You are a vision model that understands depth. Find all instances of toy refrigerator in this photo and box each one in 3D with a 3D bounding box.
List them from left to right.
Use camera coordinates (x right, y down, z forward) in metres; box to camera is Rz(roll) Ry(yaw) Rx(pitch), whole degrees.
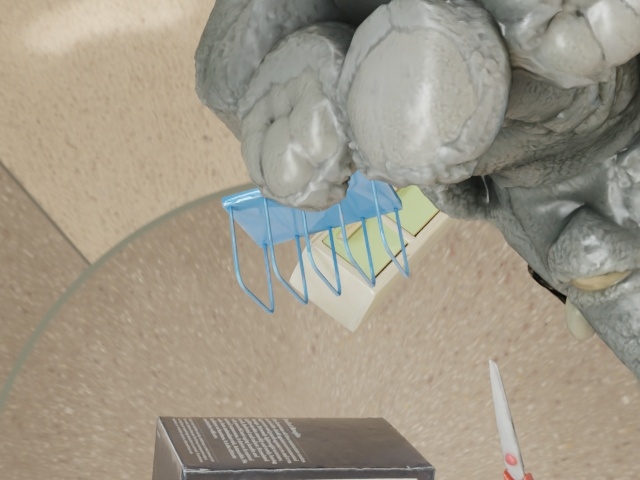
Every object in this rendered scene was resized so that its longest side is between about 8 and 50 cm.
[{"bbox_3d":[0.087,-0.017,1.491,0.102,0.094,0.269,38,49,10],"label":"toy refrigerator"}]

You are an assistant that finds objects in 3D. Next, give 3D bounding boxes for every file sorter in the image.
[{"bbox_3d":[0.000,0.000,1.300,0.170,0.118,0.104,-16,64,12],"label":"file sorter"}]

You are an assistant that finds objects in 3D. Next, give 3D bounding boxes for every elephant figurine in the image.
[{"bbox_3d":[0.087,-0.046,0.423,0.186,0.239,0.169,-60,39,9],"label":"elephant figurine"}]

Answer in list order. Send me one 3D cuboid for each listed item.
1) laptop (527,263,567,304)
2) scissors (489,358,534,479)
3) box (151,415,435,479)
[{"bbox_3d":[0.279,0.007,0.754,0.234,0.264,0.136,40,75,12],"label":"laptop"},{"bbox_3d":[0.219,0.268,1.416,0.021,0.109,0.297,-38,108,-37],"label":"scissors"},{"bbox_3d":[-0.047,0.371,1.425,0.294,0.183,0.296,4,101,-18],"label":"box"}]
